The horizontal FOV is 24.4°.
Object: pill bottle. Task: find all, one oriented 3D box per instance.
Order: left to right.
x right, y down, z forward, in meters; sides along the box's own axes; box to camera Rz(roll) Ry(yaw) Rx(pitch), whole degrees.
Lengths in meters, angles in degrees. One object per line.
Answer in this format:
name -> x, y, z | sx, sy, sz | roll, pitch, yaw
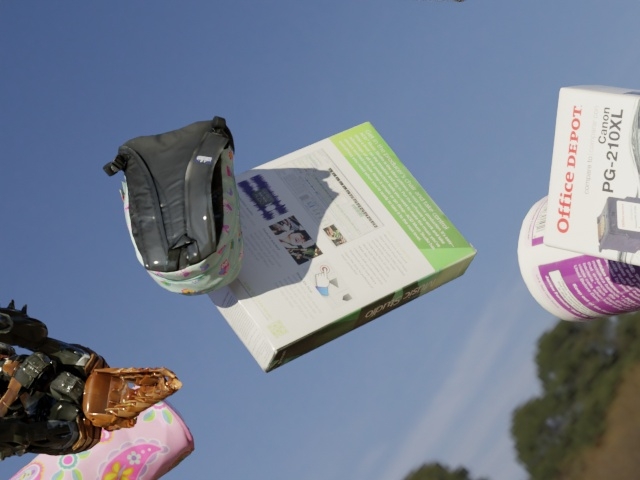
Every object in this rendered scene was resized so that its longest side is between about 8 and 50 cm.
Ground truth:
pill bottle -> 0.384, -0.006, 1.735 | 0.169, 0.169, 0.301 | -39, 11, -31

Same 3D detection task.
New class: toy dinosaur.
toy dinosaur -> -0.253, 0.126, 1.307 | 0.322, 0.164, 0.218 | -31, -35, 28

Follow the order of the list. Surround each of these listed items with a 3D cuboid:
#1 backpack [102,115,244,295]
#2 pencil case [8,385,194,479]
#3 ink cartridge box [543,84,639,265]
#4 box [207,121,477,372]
backpack -> -0.149, -0.032, 1.656 | 0.152, 0.182, 0.115 | -17, -28, 14
pencil case -> -0.293, 0.291, 1.853 | 0.284, 0.124, 0.124 | -35, -19, -15
ink cartridge box -> 0.356, -0.060, 1.497 | 0.100, 0.237, 0.171 | -9, -73, -52
box -> 0.000, 0.000, 1.796 | 0.322, 0.232, 0.058 | -24, -24, -31
